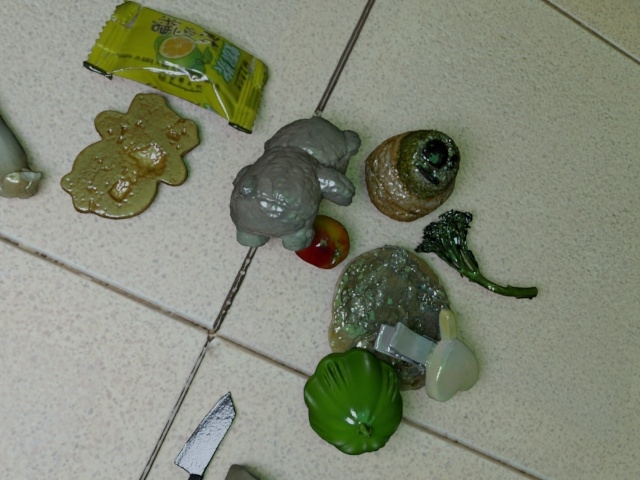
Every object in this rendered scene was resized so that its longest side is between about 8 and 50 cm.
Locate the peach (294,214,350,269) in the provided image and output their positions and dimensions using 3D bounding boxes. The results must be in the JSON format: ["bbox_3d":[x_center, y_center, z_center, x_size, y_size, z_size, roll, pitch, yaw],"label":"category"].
[{"bbox_3d":[0.000,0.000,1.019,0.101,0.101,0.100,2,82,-16],"label":"peach"}]

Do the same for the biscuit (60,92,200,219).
[{"bbox_3d":[-0.326,-0.138,0.967,0.184,0.035,0.248,36,75,-8],"label":"biscuit"}]

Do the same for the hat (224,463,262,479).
[{"bbox_3d":[-0.146,0.475,0.910,0.175,0.085,0.147,-36,94,-18],"label":"hat"}]

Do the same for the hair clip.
[{"bbox_3d":[0.210,0.203,1.021,0.219,0.071,0.159,29,82,-22],"label":"hair clip"}]

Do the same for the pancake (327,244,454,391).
[{"bbox_3d":[0.139,0.150,1.058,0.283,0.049,0.282,1,86,-19],"label":"pancake"}]

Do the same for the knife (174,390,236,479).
[{"bbox_3d":[-0.207,0.363,0.941,0.060,0.028,0.230,27,73,5],"label":"knife"}]

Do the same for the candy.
[{"bbox_3d":[-0.239,-0.311,0.988,0.297,0.081,0.187,21,59,-14],"label":"candy"}]

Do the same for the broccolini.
[{"bbox_3d":[0.329,0.029,1.128,0.272,0.062,0.123,29,90,-6],"label":"broccolini"}]

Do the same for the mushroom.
[{"bbox_3d":[-0.542,-0.184,0.880,0.099,0.096,0.278,-37,98,-17],"label":"mushroom"}]

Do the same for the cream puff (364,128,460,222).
[{"bbox_3d":[0.189,-0.131,1.051,0.184,0.169,0.183,2,82,-18],"label":"cream puff"}]

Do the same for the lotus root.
[{"bbox_3d":[0.064,0.290,0.936,0.186,0.186,0.186,2,82,-16],"label":"lotus root"}]

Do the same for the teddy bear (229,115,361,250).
[{"bbox_3d":[-0.050,-0.105,0.966,0.267,0.236,0.151,-59,146,-46],"label":"teddy bear"}]
